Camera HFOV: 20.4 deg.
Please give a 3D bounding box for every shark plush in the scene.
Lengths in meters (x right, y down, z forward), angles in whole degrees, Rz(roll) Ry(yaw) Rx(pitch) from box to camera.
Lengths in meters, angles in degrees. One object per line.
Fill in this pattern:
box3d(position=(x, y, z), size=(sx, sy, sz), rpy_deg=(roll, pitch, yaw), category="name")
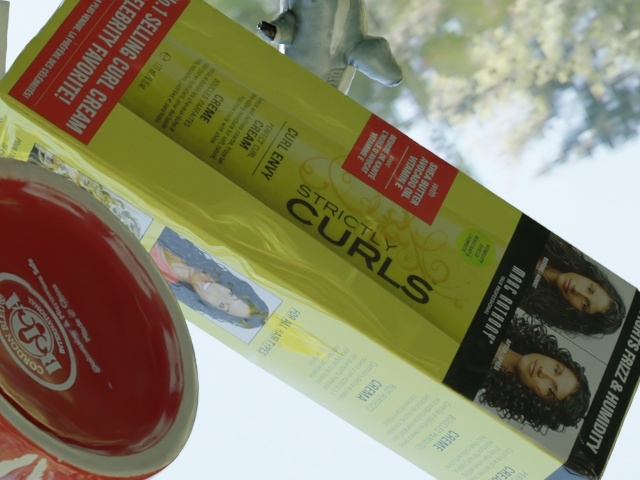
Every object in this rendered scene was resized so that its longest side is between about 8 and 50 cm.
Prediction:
box3d(position=(-0.005, -0.120, 0.952), size=(0.073, 0.161, 0.067), rpy_deg=(37, -116, 26), category="shark plush")

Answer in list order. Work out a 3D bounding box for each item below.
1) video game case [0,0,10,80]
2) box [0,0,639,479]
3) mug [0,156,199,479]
box3d(position=(-0.251, -0.008, 0.748), size=(0.232, 0.042, 0.210), rpy_deg=(3, -89, -26), category="video game case")
box3d(position=(0.000, 0.000, 0.607), size=(0.232, 0.058, 0.087), rpy_deg=(33, -126, -3), category="box")
box3d(position=(-0.135, 0.049, 0.467), size=(0.150, 0.169, 0.113), rpy_deg=(41, -148, -26), category="mug")
